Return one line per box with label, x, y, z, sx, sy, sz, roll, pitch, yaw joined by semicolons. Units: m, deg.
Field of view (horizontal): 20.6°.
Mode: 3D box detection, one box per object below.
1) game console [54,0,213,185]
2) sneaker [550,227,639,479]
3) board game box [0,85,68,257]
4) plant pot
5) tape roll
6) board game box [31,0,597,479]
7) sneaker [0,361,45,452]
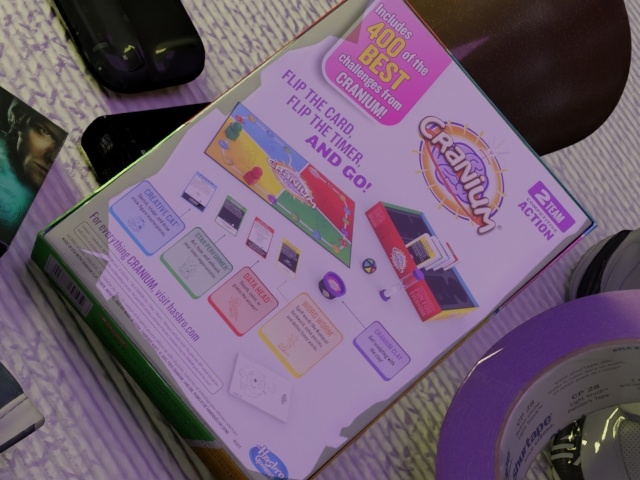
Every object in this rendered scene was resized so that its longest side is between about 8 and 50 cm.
game console;-0.118;-0.137;1.351;0.213;0.044;0.361;-12;68;-48
sneaker;0.299;0.099;1.401;0.137;0.210;0.366;29;44;-21
board game box;-0.270;-0.081;1.181;0.186;0.026;0.126;35;42;-16
plant pot;0.102;-0.136;1.419;0.215;0.215;0.230;52;44;5
tape roll;0.223;0.172;1.236;0.090;0.274;0.275;69;14;-52
board game box;0.000;0.000;1.214;0.316;0.064;0.242;-39;88;-20
sneaker;-0.271;0.085;0.989;0.163;0.086;0.226;59;30;-3
